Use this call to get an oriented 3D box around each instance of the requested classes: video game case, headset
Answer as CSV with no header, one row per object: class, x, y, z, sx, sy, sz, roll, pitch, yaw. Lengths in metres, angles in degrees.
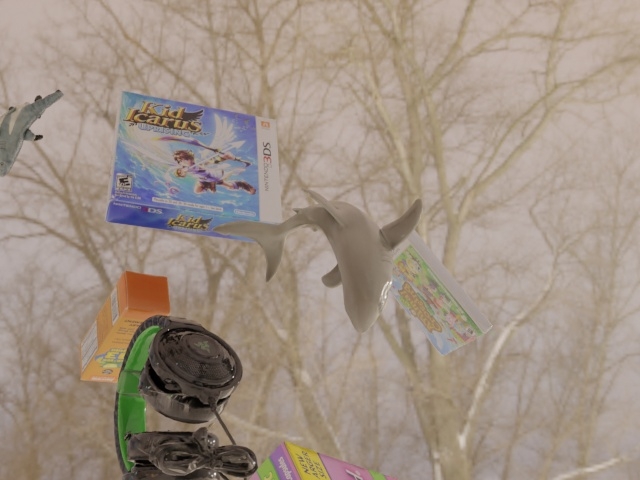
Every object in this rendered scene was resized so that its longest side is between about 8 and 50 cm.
video game case,-0.201,-0.120,1.344,0.270,0.244,0.061,8,-42,-17
video game case,0.176,0.088,1.383,0.023,0.212,0.193,-36,-8,-21
headset,-0.206,0.232,1.090,0.185,0.243,0.394,11,0,-34

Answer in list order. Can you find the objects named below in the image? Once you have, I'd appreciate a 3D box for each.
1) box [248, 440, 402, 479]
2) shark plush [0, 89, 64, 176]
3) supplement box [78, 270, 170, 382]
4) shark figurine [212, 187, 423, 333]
box,0.055,0.320,0.736,0.243,0.213,0.117,28,-73,-36
shark plush,-0.471,-0.177,1.319,0.067,0.161,0.073,45,-17,-1
supplement box,-0.325,0.147,1.360,0.078,0.080,0.233,10,-40,-31
shark figurine,-0.003,-0.020,0.938,0.116,0.166,0.278,39,-9,-35
